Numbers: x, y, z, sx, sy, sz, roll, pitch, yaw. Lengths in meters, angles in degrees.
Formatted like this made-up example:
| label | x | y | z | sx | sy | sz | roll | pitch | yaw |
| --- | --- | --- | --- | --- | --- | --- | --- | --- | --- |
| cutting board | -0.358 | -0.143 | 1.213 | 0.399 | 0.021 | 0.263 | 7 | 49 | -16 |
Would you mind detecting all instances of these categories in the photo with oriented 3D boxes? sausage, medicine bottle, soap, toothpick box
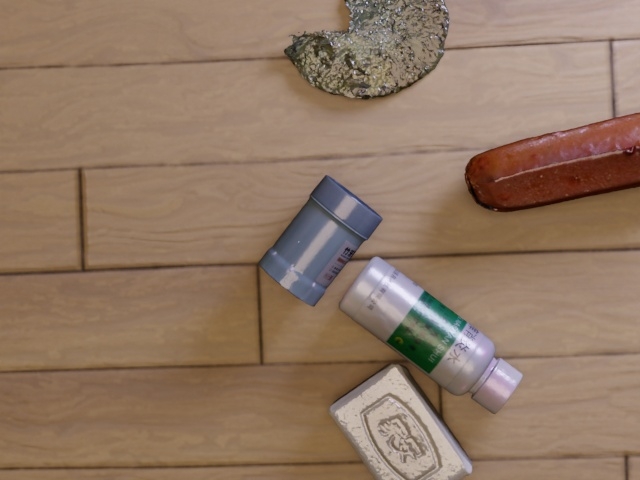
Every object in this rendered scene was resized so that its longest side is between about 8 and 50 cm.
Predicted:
| label | x | y | z | sx | sy | sz | roll | pitch | yaw |
| --- | --- | --- | --- | --- | --- | --- | --- | --- | --- |
| sausage | 0.358 | -0.107 | 1.828 | 0.330 | 0.102 | 0.102 | -12 | 90 | 6 |
| medicine bottle | 0.151 | 0.132 | 1.852 | 0.260 | 0.095 | 0.095 | 37 | 94 | 2 |
| soap | 0.111 | 0.269 | 1.873 | 0.121 | 0.064 | 0.183 | -36 | 87 | 7 |
| toothpick box | 0.000 | 0.000 | 1.858 | 0.101 | 0.101 | 0.153 | 39 | 96 | 3 |

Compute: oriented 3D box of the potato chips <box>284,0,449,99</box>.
| label | x | y | z | sx | sy | sz | roll | pitch | yaw |
| --- | --- | --- | --- | --- | --- | --- | --- | --- | --- |
| potato chips | 0.065 | -0.290 | 1.883 | 0.220 | 0.029 | 0.202 | -41 | 90 | 3 |
